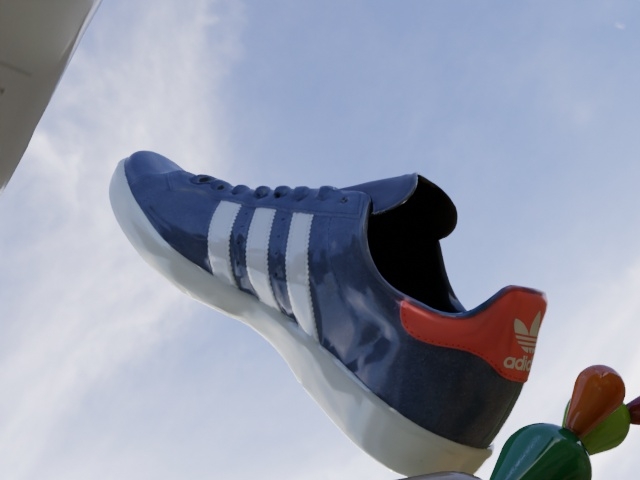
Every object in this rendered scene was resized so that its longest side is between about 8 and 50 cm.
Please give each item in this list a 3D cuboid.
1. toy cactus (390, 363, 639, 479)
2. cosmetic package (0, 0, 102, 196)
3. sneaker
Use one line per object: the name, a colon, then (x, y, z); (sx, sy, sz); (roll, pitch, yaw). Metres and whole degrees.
toy cactus: (0.088, 0.114, 0.334); (0.181, 0.219, 0.112); (-1, -63, 5)
cosmetic package: (-0.206, -0.257, 0.231); (0.393, 0.327, 0.329); (-61, -14, 3)
sneaker: (0.000, 0.000, 0.625); (0.131, 0.350, 0.148); (11, -69, -58)
